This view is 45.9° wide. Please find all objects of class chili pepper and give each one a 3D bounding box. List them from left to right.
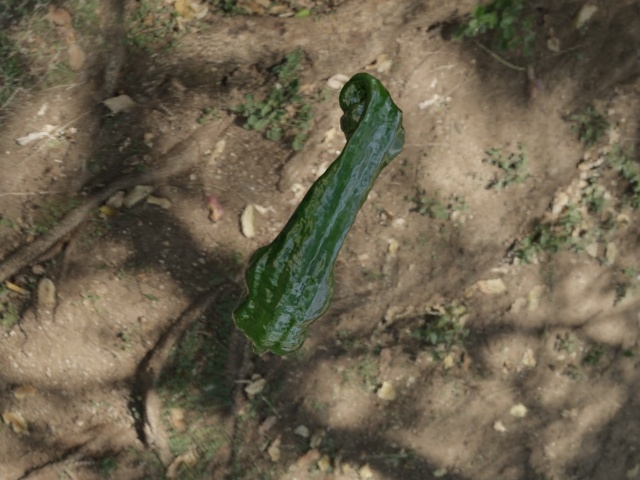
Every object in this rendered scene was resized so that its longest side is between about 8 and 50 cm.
[{"bbox_3d":[-0.004,-0.004,0.590,0.074,0.100,0.257,26,111,-13],"label":"chili pepper"}]
